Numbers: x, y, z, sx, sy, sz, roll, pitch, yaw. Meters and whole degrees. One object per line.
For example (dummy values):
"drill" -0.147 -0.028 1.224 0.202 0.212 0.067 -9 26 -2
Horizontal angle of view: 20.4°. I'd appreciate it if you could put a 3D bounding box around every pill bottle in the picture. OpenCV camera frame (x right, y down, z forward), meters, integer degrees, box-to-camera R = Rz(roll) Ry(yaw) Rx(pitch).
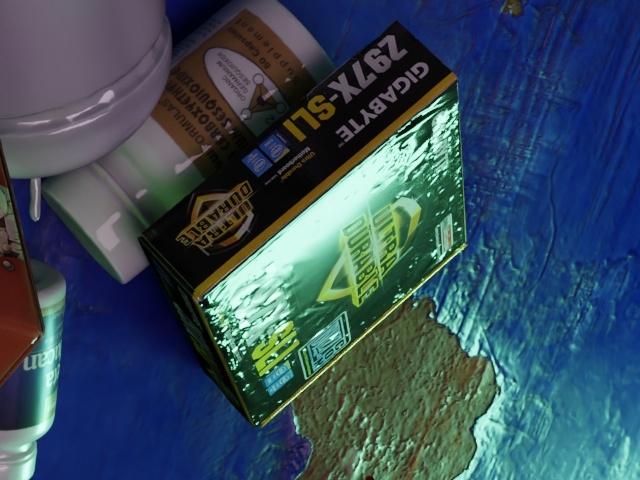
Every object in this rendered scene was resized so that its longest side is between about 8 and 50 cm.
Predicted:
"pill bottle" -0.252 0.104 1.390 0.094 0.094 0.169 -5 113 -31
"pill bottle" -0.100 -0.078 1.384 0.229 0.131 0.131 -41 127 -11

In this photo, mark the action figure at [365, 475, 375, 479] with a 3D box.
"action figure" 0.057 0.270 1.707 0.038 0.030 0.115 -34 130 -9

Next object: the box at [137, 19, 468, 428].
"box" 0.000 0.000 1.423 0.257 0.079 0.322 -39 159 -11

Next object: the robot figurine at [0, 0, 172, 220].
"robot figurine" -0.212 -0.188 1.203 0.300 0.199 0.353 -55 148 -41

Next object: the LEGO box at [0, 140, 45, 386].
"LEGO box" -0.463 0.101 1.069 0.372 0.193 0.500 20 125 -37
